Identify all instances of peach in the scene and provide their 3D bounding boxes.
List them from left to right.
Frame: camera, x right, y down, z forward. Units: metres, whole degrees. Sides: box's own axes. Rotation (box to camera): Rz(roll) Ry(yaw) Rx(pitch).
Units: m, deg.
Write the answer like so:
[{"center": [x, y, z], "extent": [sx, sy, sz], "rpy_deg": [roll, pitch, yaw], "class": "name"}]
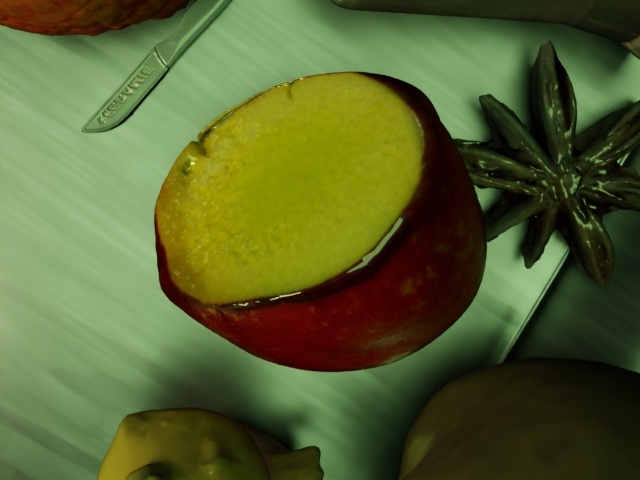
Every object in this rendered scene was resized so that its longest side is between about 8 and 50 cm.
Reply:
[{"center": [0.000, 0.000, 0.920], "extent": [0.275, 0.248, 0.245], "rpy_deg": [-17, 119, 8], "class": "peach"}]

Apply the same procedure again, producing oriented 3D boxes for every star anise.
[{"center": [0.215, -0.067, 0.998], "extent": [0.236, 0.093, 0.229], "rpy_deg": [0, 101, 2], "class": "star anise"}]

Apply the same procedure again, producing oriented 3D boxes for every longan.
[{"center": [0.216, 0.274, 0.874], "extent": [0.404, 0.404, 0.336], "rpy_deg": [27, 121, -4], "class": "longan"}]

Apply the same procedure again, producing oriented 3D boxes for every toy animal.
[{"center": [-0.096, 0.222, 0.931], "extent": [0.195, 0.281, 0.169], "rpy_deg": [-34, 76, 2], "class": "toy animal"}]

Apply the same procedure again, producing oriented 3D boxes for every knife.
[{"center": [-0.145, -0.173, 1.009], "extent": [0.028, 0.015, 0.210], "rpy_deg": [41, 94, -12], "class": "knife"}]

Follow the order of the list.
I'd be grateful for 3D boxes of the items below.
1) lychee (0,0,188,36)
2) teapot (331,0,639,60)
[{"center": [-0.216, -0.291, 0.886], "extent": [0.300, 0.255, 0.255], "rpy_deg": [26, 94, -14], "class": "lychee"}, {"center": [0.174, -0.272, 0.875], "extent": [0.344, 0.300, 0.253], "rpy_deg": [15, 112, -7], "class": "teapot"}]
